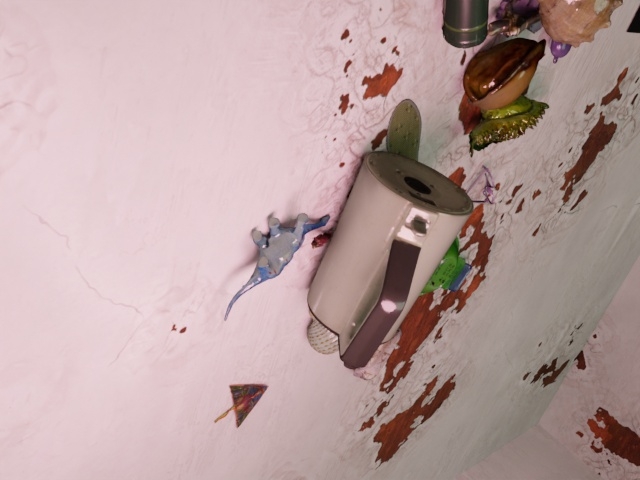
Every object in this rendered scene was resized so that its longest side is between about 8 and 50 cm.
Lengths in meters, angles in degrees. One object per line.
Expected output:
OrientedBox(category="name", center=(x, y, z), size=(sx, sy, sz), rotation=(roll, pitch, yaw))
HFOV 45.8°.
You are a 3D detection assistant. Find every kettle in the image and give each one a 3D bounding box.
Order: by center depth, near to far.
OrientedBox(category="kettle", center=(0.138, 0.053, 1.610), size=(0.250, 0.361, 0.376), rotation=(19, 118, -13))

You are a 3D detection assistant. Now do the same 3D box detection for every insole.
OrientedBox(category="insole", center=(0.192, -0.193, 1.717), size=(0.109, 0.007, 0.322), rotation=(-36, 144, -20))

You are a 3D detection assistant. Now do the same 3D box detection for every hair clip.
OrientedBox(category="hair clip", center=(0.467, -0.500, 1.679), size=(0.292, 0.084, 0.106), rotation=(-27, 136, -40))

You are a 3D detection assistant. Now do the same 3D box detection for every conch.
OrientedBox(category="conch", center=(0.520, -0.558, 1.553), size=(0.324, 0.186, 0.263), rotation=(32, 52, -53))
OrientedBox(category="conch", center=(0.030, 0.206, 1.845), size=(0.135, 0.102, 0.153), rotation=(-45, 150, -37))

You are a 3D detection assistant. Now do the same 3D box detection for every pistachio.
OrientedBox(category="pistachio", center=(0.409, -0.378, 1.679), size=(0.210, 0.130, 0.165), rotation=(-36, -167, 14))

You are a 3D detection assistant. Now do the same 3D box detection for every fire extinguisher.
OrientedBox(category="fire extinguisher", center=(0.273, -0.507, 1.419), size=(0.118, 0.093, 0.294), rotation=(-49, 150, -26))

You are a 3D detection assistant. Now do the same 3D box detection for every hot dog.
OrientedBox(category="hot dog", center=(0.161, 0.312, 2.146), size=(0.191, 0.059, 0.108), rotation=(-57, 145, 8))

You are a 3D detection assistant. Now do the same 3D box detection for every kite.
OrientedBox(category="kite", center=(-0.192, 0.395, 1.844), size=(0.159, 0.010, 0.190), rotation=(-30, 141, -26))

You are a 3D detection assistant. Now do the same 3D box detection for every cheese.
OrientedBox(category="cheese", center=(0.328, 0.076, 2.083), size=(0.320, 0.083, 0.204), rotation=(22, 103, -54))

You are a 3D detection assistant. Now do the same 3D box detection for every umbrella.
OrientedBox(category="umbrella", center=(0.000, 0.000, 1.609), size=(0.165, 0.025, 0.027), rotation=(-32, 128, -77))

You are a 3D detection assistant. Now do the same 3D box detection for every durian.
OrientedBox(category="durian", center=(0.456, -0.293, 1.827), size=(0.375, 0.132, 0.106), rotation=(-28, 155, -40))

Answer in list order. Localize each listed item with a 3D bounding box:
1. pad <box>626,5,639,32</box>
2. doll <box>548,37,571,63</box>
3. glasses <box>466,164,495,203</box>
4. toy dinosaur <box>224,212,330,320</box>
OrientedBox(category="pad", center=(0.951, -0.698, 2.129), size=(0.164, 0.004, 0.243), rotation=(-12, 132, -44))
OrientedBox(category="doll", center=(0.597, -0.524, 1.819), size=(0.110, 0.067, 0.206), rotation=(6, 105, -60))
OrientedBox(category="glasses", center=(0.408, -0.127, 2.029), size=(0.104, 0.062, 0.140), rotation=(-22, 144, -2))
OrientedBox(category="toy dinosaur", center=(-0.088, 0.015, 1.527), size=(0.329, 0.076, 0.144), rotation=(-46, 156, -26))
